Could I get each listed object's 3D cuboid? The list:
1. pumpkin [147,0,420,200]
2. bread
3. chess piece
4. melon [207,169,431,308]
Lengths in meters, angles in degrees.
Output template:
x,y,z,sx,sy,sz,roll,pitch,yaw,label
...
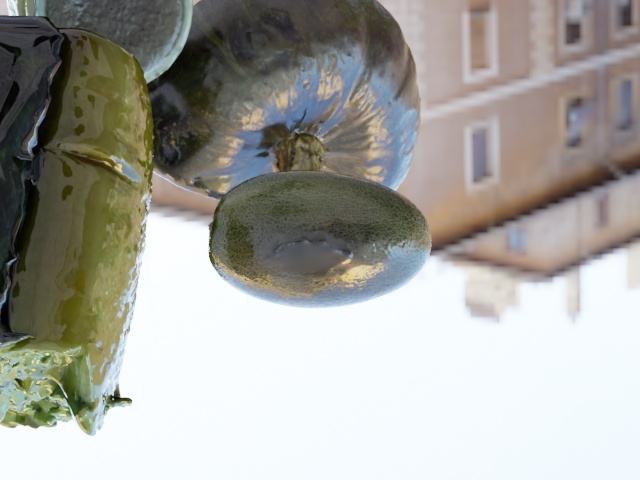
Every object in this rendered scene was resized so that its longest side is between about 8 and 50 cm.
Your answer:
x,y,z,sx,sy,sz,roll,pitch,yaw,label
-0.027,-0.155,1.877,0.325,0.232,0.242,2,-138,-31,pumpkin
-0.252,-0.007,1.560,0.208,0.377,0.251,7,162,-12,bread
-0.253,-0.238,1.849,0.175,0.176,0.298,-10,-170,-23,chess piece
0.000,0.000,1.301,0.162,0.099,0.099,3,-165,-9,melon
